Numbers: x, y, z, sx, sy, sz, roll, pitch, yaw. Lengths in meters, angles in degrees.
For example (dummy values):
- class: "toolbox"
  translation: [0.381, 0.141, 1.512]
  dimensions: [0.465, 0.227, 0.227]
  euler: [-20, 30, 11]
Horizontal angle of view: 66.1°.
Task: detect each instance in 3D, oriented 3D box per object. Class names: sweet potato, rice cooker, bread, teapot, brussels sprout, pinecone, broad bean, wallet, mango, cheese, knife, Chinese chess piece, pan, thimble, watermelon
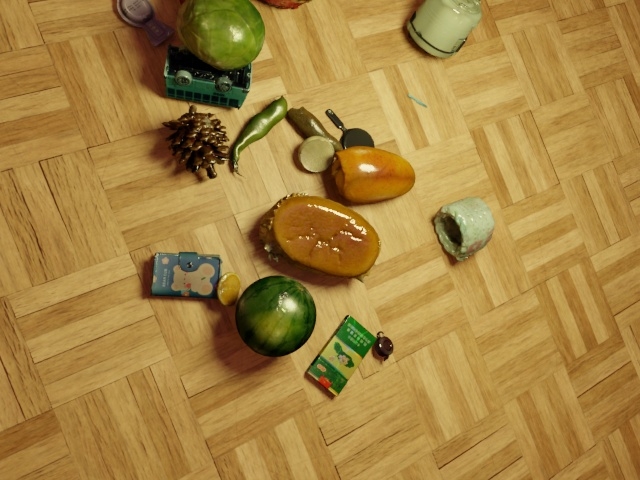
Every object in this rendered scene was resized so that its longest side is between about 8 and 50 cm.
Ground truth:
- class: "sweet potato"
  translation: [-0.012, -0.371, 1.675]
  dimensions: [0.244, 0.077, 0.077]
  euler: [40, 72, -7]
- class: "rice cooker"
  translation: [0.455, -0.809, 1.821]
  dimensions: [0.226, 0.244, 0.226]
  euler: [17, 49, -20]
- class: "bread"
  translation: [0.002, -0.013, 1.573]
  dimensions: [0.389, 0.183, 0.235]
  euler: [16, 80, -17]
- class: "teapot"
  translation: [0.211, 0.358, 1.668]
  dimensions: [0.068, 0.045, 0.100]
  euler: [7, 60, -42]
- class: "brussels sprout"
  translation: [-0.281, -0.604, 1.406]
  dimensions: [0.244, 0.244, 0.243]
  euler: [3, 81, -19]
- class: "pinecone"
  translation: [-0.366, -0.291, 1.488]
  dimensions: [0.186, 0.169, 0.212]
  euler: [-22, 88, -26]
- class: "broad bean"
  translation: [-0.204, -0.352, 1.619]
  dimensions: [0.098, 0.056, 0.317]
  euler: [32, 79, -19]
- class: "wallet"
  translation: [-0.400, 0.103, 1.480]
  dimensions: [0.202, 0.059, 0.141]
  euler: [5, 87, -17]
- class: "mango"
  translation: [0.191, -0.213, 1.678]
  dimensions: [0.350, 0.199, 0.201]
  euler: [2, 111, -32]
- class: "cheese"
  translation: [-0.559, -0.704, 1.547]
  dimensions: [0.191, 0.042, 0.105]
  euler: [46, 72, -9]
- class: "knife"
  translation: [0.370, -0.529, 1.870]
  dimensions: [0.091, 0.005, 0.014]
  euler: [26, 73, -15]
- class: "Chinese chess piece"
  translation: [-0.014, -0.290, 1.650]
  dimensions: [0.122, 0.051, 0.122]
  euler: [-4, 116, -7]
- class: "pan"
  translation: [0.102, -0.374, 1.741]
  dimensions: [0.136, 0.028, 0.235]
  euler: [-44, 98, -20]
- class: "thimble"
  translation: [0.515, -0.043, 1.759]
  dimensions: [0.149, 0.185, 0.210]
  euler: [-22, 105, -19]
- class: "watermelon"
  translation: [-0.133, 0.224, 1.464]
  dimensions: [0.243, 0.242, 0.242]
  euler: [3, 81, -19]
- class: "bread"
  translation: [-0.278, 0.149, 1.503]
  dimensions: [0.110, 0.025, 0.110]
  euler: [-23, 116, -59]

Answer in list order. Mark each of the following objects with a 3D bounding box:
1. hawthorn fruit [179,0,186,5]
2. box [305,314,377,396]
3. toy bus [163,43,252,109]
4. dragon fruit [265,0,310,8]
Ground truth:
- class: "hawthorn fruit"
  translation: [-0.362, -0.781, 1.552]
  dimensions: [0.262, 0.210, 0.210]
  euler: [35, 72, 0]
- class: "box"
  translation: [0.071, 0.377, 1.620]
  dimensions: [0.132, 0.034, 0.235]
  euler: [42, 72, -10]
- class: "toy bus"
  translation: [-0.350, -0.504, 1.535]
  dimensions: [0.256, 0.147, 0.128]
  euler: [6, 70, -15]
- class: "dragon fruit"
  translation: [-0.094, -0.911, 1.611]
  dimensions: [0.269, 0.291, 0.250]
  euler: [15, 72, -18]
